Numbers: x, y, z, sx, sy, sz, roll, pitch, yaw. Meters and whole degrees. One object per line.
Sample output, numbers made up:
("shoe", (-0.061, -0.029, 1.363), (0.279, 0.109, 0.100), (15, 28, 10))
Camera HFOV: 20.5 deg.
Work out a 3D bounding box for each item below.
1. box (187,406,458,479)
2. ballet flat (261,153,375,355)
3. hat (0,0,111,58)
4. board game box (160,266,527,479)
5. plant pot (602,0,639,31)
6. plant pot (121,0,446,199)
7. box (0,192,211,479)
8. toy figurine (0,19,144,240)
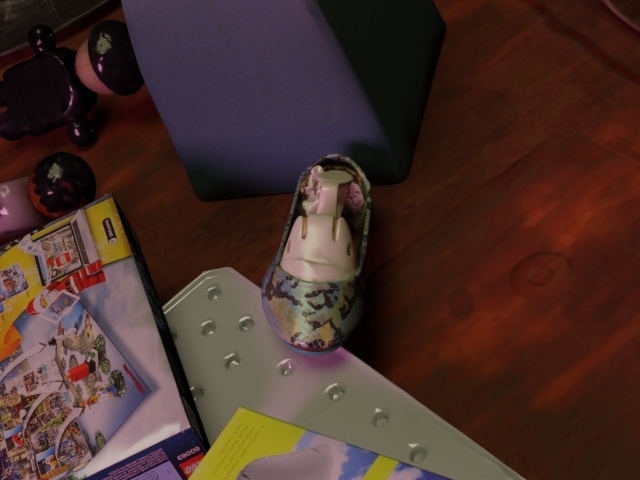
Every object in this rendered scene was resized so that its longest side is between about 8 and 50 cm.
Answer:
("box", (0.001, 0.162, 0.941), (0.178, 0.042, 0.109), (14, 56, 37))
("ballet flat", (0.000, 0.000, 1.115), (0.070, 0.070, 0.188), (-17, 25, 12))
("hat", (-0.285, -0.299, 1.544), (0.331, 0.134, 0.331), (-11, 50, 13))
("board game box", (-0.084, 0.227, 0.989), (0.390, 0.050, 0.390), (-41, 43, -15))
("plant pot", (0.299, -0.275, 1.192), (0.230, 0.215, 0.215), (-23, 40, -17))
("plant pot", (-0.038, -0.172, 1.221), (0.166, 0.234, 0.165), (-4, 47, 23))
("box", (-0.170, 0.085, 1.104), (0.159, 0.044, 0.233), (-26, 42, 1))
("toy figurine", (-0.241, -0.113, 1.286), (0.148, 0.213, 0.209), (-19, 40, 30))
